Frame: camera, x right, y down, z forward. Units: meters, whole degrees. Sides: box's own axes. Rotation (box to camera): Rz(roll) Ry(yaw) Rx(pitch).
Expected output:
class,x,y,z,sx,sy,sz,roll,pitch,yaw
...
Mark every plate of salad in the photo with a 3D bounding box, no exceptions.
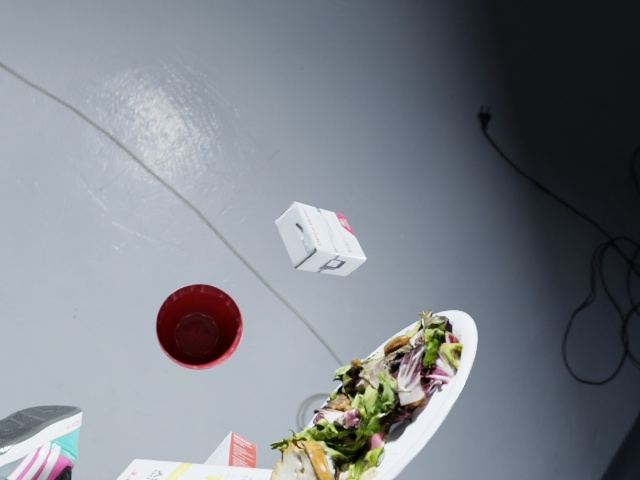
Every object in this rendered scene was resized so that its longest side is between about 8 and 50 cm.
class,x,y,z,sx,sy,sz,roll,pitch,yaw
plate of salad,0.031,0.118,0.478,0.048,0.200,0.200,44,72,-6

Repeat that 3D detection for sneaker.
class,x,y,z,sx,sy,sz,roll,pitch,yaw
sneaker,-0.410,0.325,0.835,0.124,0.295,0.178,0,88,13

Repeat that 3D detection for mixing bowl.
class,x,y,z,sx,sy,sz,roll,pitch,yaw
mixing bowl,-0.261,0.192,1.407,0.181,0.098,0.181,5,69,-13

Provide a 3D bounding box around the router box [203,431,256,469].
class,x,y,z,sx,sy,sz,roll,pitch,yaw
router box,-0.281,0.674,1.551,0.082,0.301,0.335,35,105,-16

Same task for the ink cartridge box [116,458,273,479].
class,x,y,z,sx,sy,sz,roll,pitch,yaw
ink cartridge box,-0.224,0.491,0.988,0.279,0.385,0.160,-47,115,-44

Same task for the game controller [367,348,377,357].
class,x,y,z,sx,sy,sz,roll,pitch,yaw
game controller,0.155,0.436,1.647,0.067,0.166,0.319,3,91,-23

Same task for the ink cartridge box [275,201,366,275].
class,x,y,z,sx,sy,sz,roll,pitch,yaw
ink cartridge box,0.000,0.000,1.213,0.150,0.063,0.109,12,46,-49
